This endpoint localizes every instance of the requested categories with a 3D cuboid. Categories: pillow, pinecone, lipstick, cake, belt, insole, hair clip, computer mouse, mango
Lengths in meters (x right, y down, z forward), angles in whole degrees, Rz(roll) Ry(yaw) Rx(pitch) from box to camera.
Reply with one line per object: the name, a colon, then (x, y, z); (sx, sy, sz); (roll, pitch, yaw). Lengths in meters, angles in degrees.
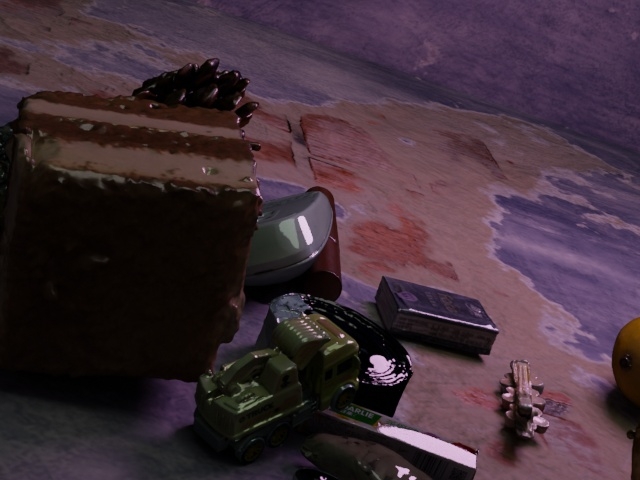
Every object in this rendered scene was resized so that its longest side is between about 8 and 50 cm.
pillow: (0.089, 0.261, 1.270); (0.241, 0.051, 0.093); (30, 22, 29)
pinecone: (-0.195, -0.167, 1.857); (0.201, 0.229, 0.202); (47, 15, -14)
lipstick: (0.000, 0.000, 1.840); (0.057, 0.057, 0.356); (18, 21, -8)
cake: (-0.211, -0.005, 1.326); (0.282, 0.255, 0.290); (5, 25, -17)
belt: (0.009, 0.139, 1.464); (0.198, 0.078, 0.151); (35, 29, 28)
insole: (-0.062, 0.064, 1.694); (0.045, 0.002, 0.135); (25, 21, 9)
hair clip: (0.262, 0.208, 1.584); (0.062, 0.056, 0.214); (6, 11, 6)
computer mouse: (-0.061, 0.003, 1.698); (0.160, 0.097, 0.288); (-15, 8, 8)
mango: (0.547, 0.191, 1.788); (0.332, 0.142, 0.195); (12, 25, -43)

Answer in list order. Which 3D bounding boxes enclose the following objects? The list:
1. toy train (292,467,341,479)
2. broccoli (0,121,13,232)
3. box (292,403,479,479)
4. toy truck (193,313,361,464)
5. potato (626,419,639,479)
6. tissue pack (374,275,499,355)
toy train: (0.069, 0.291, 1.175); (0.234, 0.051, 0.052); (26, 20, 22)
broccoli: (-0.311, -0.046, 1.575); (0.304, 0.145, 0.165); (21, 20, -39)
box: (0.074, 0.221, 1.372); (0.207, 0.041, 0.050); (20, 25, -1)
toy truck: (-0.046, 0.142, 1.290); (0.191, 0.116, 0.085); (-25, 47, -34)
potato: (0.490, 0.253, 1.409); (0.300, 0.246, 0.196); (13, 30, -29)
tissue pack: (0.162, 0.105, 1.737); (0.156, 0.051, 0.112); (15, 20, -15)
